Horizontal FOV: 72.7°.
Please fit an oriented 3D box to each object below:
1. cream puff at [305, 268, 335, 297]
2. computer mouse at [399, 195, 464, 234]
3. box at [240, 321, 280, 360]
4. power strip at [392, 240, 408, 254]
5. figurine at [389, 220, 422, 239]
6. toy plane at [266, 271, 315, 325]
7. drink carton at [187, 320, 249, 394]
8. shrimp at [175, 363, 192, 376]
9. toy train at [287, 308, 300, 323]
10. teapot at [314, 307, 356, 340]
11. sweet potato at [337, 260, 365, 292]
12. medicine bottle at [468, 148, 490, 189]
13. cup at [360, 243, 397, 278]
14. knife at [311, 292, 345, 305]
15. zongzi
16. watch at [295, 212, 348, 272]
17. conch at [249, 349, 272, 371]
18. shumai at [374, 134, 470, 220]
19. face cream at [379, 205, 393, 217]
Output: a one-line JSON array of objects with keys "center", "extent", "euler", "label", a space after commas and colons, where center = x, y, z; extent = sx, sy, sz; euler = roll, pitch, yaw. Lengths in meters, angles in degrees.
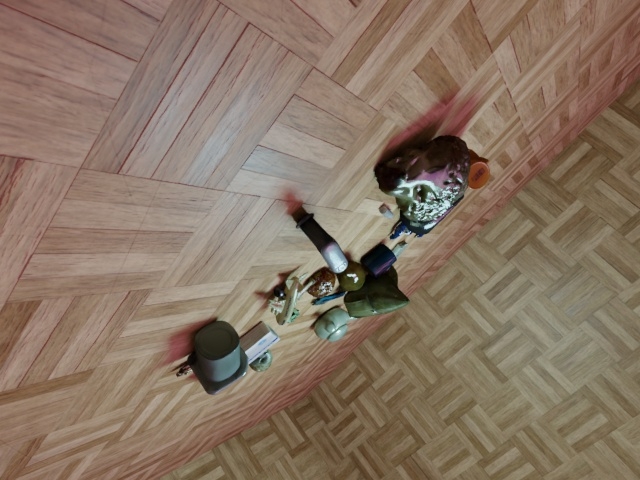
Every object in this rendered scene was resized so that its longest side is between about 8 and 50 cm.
[{"center": [0.006, 0.188, 1.831], "extent": [0.149, 0.084, 0.149], "euler": [-34, 156, -18], "label": "cream puff"}, {"center": [0.444, -0.149, 1.781], "extent": [0.269, 0.170, 0.100], "euler": [-49, 172, 13], "label": "computer mouse"}, {"center": [-0.344, 0.493, 1.864], "extent": [0.343, 0.065, 0.200], "euler": [-38, 159, -7], "label": "box"}, {"center": [0.397, 0.078, 2.331], "extent": [0.082, 0.035, 0.192], "euler": [-17, 149, -44], "label": "power strip"}, {"center": [0.422, -0.077, 1.980], "extent": [0.164, 0.120, 0.262], "euler": [-6, 171, -15], "label": "figurine"}, {"center": [-0.126, 0.226, 1.659], "extent": [0.242, 0.104, 0.256], "euler": [-20, 151, -47], "label": "toy plane"}, {"center": [-0.357, 0.385, 1.517], "extent": [0.191, 0.185, 0.189], "euler": [-26, 143, -29], "label": "drink carton"}, {"center": [-0.476, 0.476, 1.665], "extent": [0.178, 0.034, 0.124], "euler": [-32, 164, -32], "label": "shrimp"}, {"center": [-0.132, 0.343, 1.971], "extent": [0.083, 0.033, 0.053], "euler": [-48, 152, 20], "label": "toy train"}, {"center": [0.049, 0.470, 2.357], "extent": [0.220, 0.149, 0.318], "euler": [-51, 157, 22], "label": "teapot"}, {"center": [0.136, 0.178, 1.988], "extent": [0.131, 0.130, 0.422], "euler": [-37, 168, -9], "label": "sweet potato"}, {"center": [0.512, -0.259, 1.606], "extent": [0.149, 0.222, 0.112], "euler": [-43, 116, 0], "label": "medicine bottle"}, {"center": [0.279, 0.102, 2.085], "extent": [0.138, 0.113, 0.150], "euler": [-39, 169, -8], "label": "cup"}, {"center": [0.046, 0.288, 2.170], "extent": [0.297, 0.026, 0.044], "euler": [-7, 129, -54], "label": "knife"}, {"center": [0.348, 0.226, 2.135], "extent": [0.393, 0.174, 0.356], "euler": [-18, -162, 45], "label": "zongzi"}, {"center": [0.000, 0.000, 1.328], "extent": [0.068, 0.193, 0.206], "euler": [-40, 138, -2], "label": "watch"}, {"center": [-0.283, 0.552, 2.038], "extent": [0.116, 0.106, 0.172], "euler": [-13, 133, -10], "label": "conch"}, {"center": [0.338, -0.195, 1.457], "extent": [0.283, 0.217, 0.346], "euler": [-17, 151, -46], "label": "shumai"}, {"center": [0.270, -0.110, 1.755], "extent": [0.034, 0.034, 0.130], "euler": [-46, 158, 12], "label": "face cream"}]
